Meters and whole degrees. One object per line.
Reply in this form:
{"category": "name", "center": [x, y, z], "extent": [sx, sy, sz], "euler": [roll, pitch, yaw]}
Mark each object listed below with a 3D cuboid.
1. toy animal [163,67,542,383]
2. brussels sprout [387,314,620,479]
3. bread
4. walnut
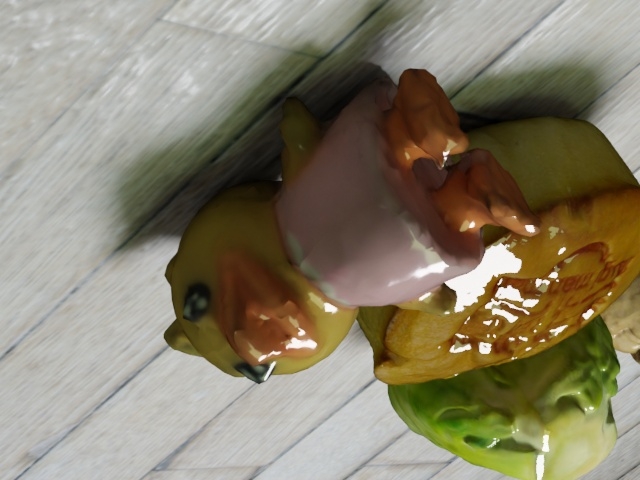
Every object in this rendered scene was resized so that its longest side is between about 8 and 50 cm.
{"category": "toy animal", "center": [-0.001, 0.000, 1.386], "extent": [0.281, 0.195, 0.169], "euler": [-37, -165, 12]}
{"category": "brussels sprout", "center": [0.164, 0.123, 1.747], "extent": [0.223, 0.223, 0.161], "euler": [-11, 115, -34]}
{"category": "bread", "center": [0.143, 0.012, 1.564], "extent": [0.269, 0.148, 0.270], "euler": [-24, 157, -11]}
{"category": "walnut", "center": [0.322, 0.046, 1.847], "extent": [0.166, 0.149, 0.166], "euler": [6, 166, 2]}
